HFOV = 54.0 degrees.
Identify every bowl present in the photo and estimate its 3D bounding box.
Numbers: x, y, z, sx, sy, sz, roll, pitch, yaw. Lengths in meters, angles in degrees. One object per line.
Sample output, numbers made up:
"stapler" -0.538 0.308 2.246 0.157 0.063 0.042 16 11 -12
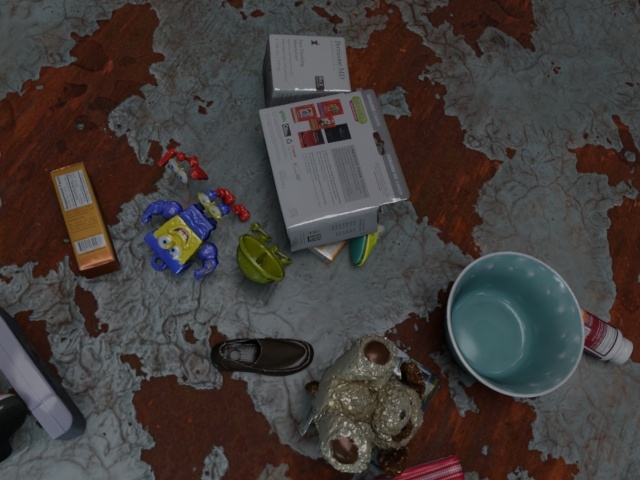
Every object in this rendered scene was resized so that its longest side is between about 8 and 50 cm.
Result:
"bowl" 0.400 0.195 1.392 0.311 0.163 0.312 3 71 -10

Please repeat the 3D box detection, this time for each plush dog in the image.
"plush dog" 0.102 0.335 1.249 0.225 0.210 0.263 26 70 -20

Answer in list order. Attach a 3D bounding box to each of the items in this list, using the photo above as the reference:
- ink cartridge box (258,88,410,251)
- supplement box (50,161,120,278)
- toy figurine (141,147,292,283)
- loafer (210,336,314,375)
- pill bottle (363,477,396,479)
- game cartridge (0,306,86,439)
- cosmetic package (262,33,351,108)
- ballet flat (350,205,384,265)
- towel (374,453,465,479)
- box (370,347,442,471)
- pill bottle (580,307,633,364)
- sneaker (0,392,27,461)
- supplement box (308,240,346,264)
"ink cartridge box" 0.027 -0.162 1.407 0.271 0.130 0.310 -12 66 -3
"supplement box" -0.500 -0.043 1.339 0.080 0.078 0.234 -17 75 -13
"toy figurine" -0.263 0.004 1.367 0.217 0.191 0.362 -42 91 10
"loafer" -0.119 0.243 1.318 0.220 0.078 0.080 -2 72 -11
"pill bottle" 0.081 0.643 1.159 0.204 0.204 0.361 -7 74 -13
"game cartridge" -0.546 0.240 1.171 0.062 0.198 0.297 -35 82 -24
"cosmetic package" -0.037 -0.384 1.502 0.183 0.151 0.151 -3 74 -12
"ballet flat" 0.112 -0.051 1.468 0.077 0.077 0.231 8 68 -26
"towel" 0.236 0.605 1.296 0.198 0.031 0.275 -10 74 -15
"box" 0.137 0.352 1.351 0.159 0.044 0.233 35 69 2
"pill bottle" 0.644 0.226 1.471 0.152 0.086 0.086 30 69 -1
"sneaker" -0.601 0.298 1.113 0.090 0.270 0.145 -22 69 -41
"supplement box" 0.000 0.000 1.444 0.098 0.036 0.062 37 69 2
